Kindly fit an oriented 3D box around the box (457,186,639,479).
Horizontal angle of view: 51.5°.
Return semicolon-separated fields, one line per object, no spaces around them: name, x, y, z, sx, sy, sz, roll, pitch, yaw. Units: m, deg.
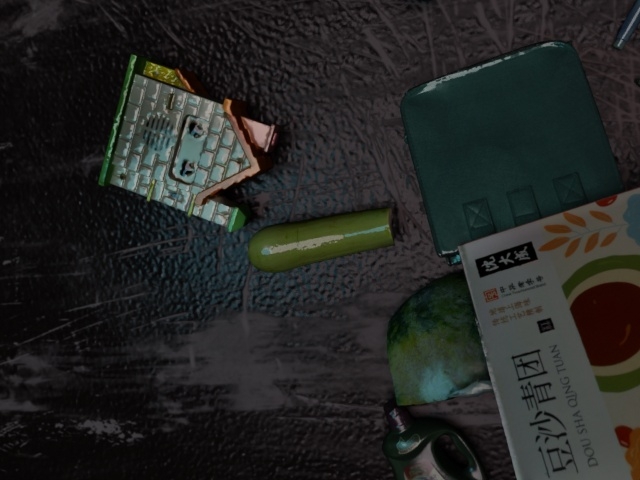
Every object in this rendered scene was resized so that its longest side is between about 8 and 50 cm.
box;0.389;0.113;0.761;0.385;0.122;0.345;-19;51;16

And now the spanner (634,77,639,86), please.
spanner;0.569;-0.198;0.937;0.254;0.015;0.054;26;101;9

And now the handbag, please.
handbag;0.265;-0.120;0.954;0.268;0.100;0.274;-19;74;11

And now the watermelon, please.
watermelon;0.255;0.153;1.003;0.305;0.224;0.180;-13;138;13

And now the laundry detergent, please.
laundry detergent;0.178;0.353;1.075;0.144;0.078;0.222;-26;88;14

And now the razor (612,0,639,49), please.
razor;0.457;-0.336;0.940;0.068;0.040;0.135;30;110;9

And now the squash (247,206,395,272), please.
squash;0.000;0.000;1.066;0.250;0.083;0.083;-11;94;15

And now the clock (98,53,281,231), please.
clock;-0.204;-0.155;1.093;0.255;0.106;0.220;21;103;6
